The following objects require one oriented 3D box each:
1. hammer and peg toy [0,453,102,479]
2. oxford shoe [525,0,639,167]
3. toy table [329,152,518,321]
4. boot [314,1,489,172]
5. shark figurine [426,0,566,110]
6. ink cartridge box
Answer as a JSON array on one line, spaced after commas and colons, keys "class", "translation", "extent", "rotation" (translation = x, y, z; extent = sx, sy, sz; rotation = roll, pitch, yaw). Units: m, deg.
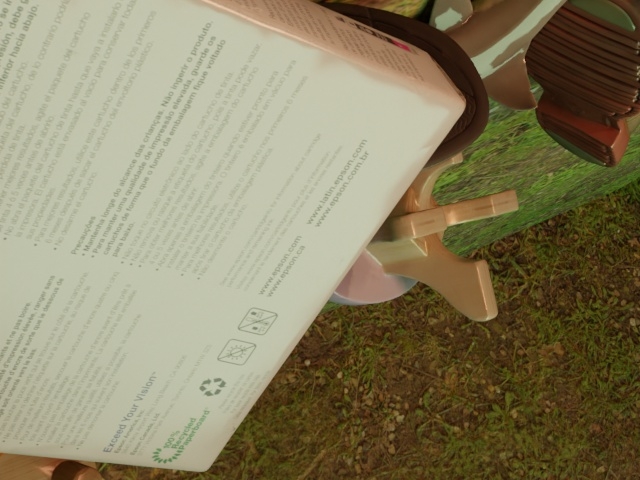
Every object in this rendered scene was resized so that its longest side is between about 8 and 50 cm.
[{"class": "hammer and peg toy", "translation": [-0.328, 0.170, 0.985], "extent": [0.361, 0.266, 0.127], "rotation": [-18, -170, -40]}, {"class": "oxford shoe", "translation": [0.304, -0.206, 0.979], "extent": [0.147, 0.140, 0.397], "rotation": [-56, 165, -3]}, {"class": "toy table", "translation": [0.110, -0.019, 1.113], "extent": [0.160, 0.252, 0.274], "rotation": [-12, -167, 39]}, {"class": "boot", "translation": [-0.083, -0.042, 0.727], "extent": [0.377, 0.138, 0.284], "rotation": [-18, 168, -19]}, {"class": "shark figurine", "translation": [0.163, -0.169, 0.753], "extent": [0.278, 0.116, 0.166], "rotation": [-29, 171, 34]}, {"class": "ink cartridge box", "translation": [-0.137, -0.009, 0.508], "extent": [0.330, 0.071, 0.324], "rotation": [16, 122, -33]}]
